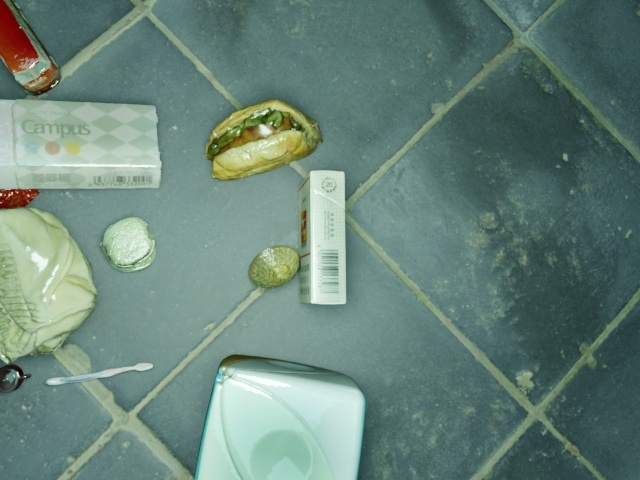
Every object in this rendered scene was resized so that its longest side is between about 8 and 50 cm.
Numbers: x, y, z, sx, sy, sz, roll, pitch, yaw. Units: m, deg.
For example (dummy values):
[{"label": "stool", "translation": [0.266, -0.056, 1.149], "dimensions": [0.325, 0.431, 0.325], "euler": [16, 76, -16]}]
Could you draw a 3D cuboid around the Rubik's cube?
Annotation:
[{"label": "Rubik's cube", "translation": [-0.101, 0.471, 1.270], "dimensions": [0.347, 0.352, 0.351], "euler": [11, 80, -5]}]

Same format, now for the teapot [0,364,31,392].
[{"label": "teapot", "translation": [-0.785, 0.348, 1.351], "dimensions": [0.100, 0.045, 0.067], "euler": [-7, 86, -7]}]

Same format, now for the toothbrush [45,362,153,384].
[{"label": "toothbrush", "translation": [-0.570, 0.346, 1.387], "dimensions": [0.269, 0.027, 0.021], "euler": [-7, 50, -8]}]

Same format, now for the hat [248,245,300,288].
[{"label": "hat", "translation": [-0.116, 0.089, 1.459], "dimensions": [0.146, 0.067, 0.146], "euler": [-10, 48, 11]}]

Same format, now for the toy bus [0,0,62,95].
[{"label": "toy bus", "translation": [-0.800, -0.516, 1.404], "dimensions": [0.121, 0.120, 0.265], "euler": [-34, 88, -8]}]

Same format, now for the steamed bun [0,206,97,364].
[{"label": "steamed bun", "translation": [-0.680, 0.090, 1.298], "dimensions": [0.347, 0.237, 0.394], "euler": [24, 116, 22]}]

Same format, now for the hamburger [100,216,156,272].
[{"label": "hamburger", "translation": [-0.505, 0.013, 1.414], "dimensions": [0.133, 0.062, 0.140], "euler": [-14, 83, -10]}]

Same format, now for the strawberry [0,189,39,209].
[{"label": "strawberry", "translation": [-0.815, -0.168, 1.372], "dimensions": [0.175, 0.107, 0.235], "euler": [23, 81, -5]}]

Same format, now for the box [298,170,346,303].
[{"label": "box", "translation": [0.000, 0.000, 1.400], "dimensions": [0.095, 0.210, 0.330], "euler": [0, 84, -11]}]

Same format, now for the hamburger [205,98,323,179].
[{"label": "hamburger", "translation": [-0.144, -0.278, 1.418], "dimensions": [0.330, 0.209, 0.162], "euler": [-15, 86, -10]}]

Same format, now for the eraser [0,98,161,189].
[{"label": "eraser", "translation": [-0.618, -0.240, 1.366], "dimensions": [0.397, 0.082, 0.213], "euler": [-4, 83, -23]}]
